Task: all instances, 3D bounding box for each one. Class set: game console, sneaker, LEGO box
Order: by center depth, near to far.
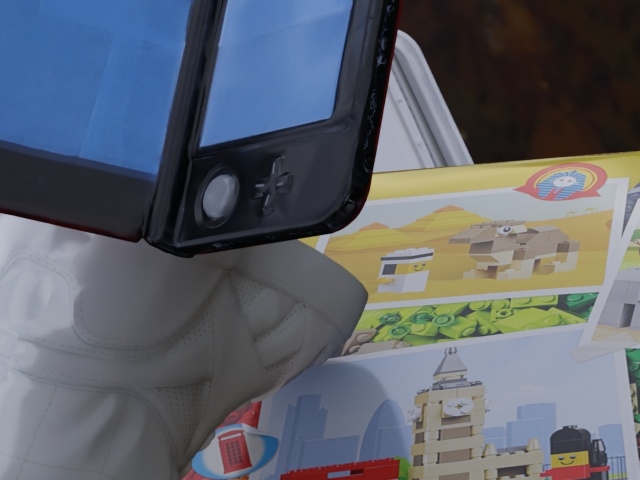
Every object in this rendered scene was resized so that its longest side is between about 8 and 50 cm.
[{"bbox_3d":[-0.044,-0.076,0.552,0.124,0.085,0.144,-9,65,48],"label":"game console"},{"bbox_3d":[-0.074,0.061,0.743,0.169,0.108,0.292,-68,-19,-2],"label":"sneaker"},{"bbox_3d":[0.137,0.123,0.887,0.500,0.193,0.372,-4,30,16],"label":"LEGO box"}]

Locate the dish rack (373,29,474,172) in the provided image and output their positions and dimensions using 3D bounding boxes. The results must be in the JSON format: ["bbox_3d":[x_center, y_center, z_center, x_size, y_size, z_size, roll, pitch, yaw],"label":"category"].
[{"bbox_3d":[0.000,0.000,1.563,0.285,0.072,0.333,-32,64,21],"label":"dish rack"}]
